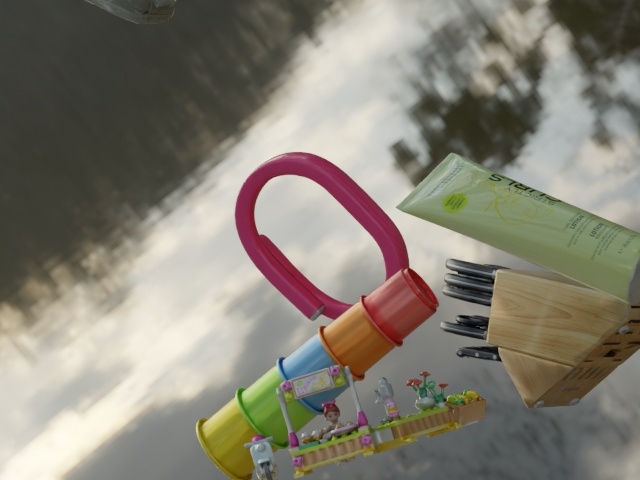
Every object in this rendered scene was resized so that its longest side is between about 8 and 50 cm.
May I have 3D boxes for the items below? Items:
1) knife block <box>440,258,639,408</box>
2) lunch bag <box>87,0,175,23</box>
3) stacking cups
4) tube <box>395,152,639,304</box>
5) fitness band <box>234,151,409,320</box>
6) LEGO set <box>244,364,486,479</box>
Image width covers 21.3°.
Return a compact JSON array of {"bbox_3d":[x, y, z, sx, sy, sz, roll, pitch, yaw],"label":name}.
[{"bbox_3d":[0.270,0.071,2.085,0.088,0.242,0.275,1,-37,-41],"label":"knife block"},{"bbox_3d":[-0.245,-0.412,2.014,0.169,0.235,0.287,-16,39,-37],"label":"lunch bag"},{"bbox_3d":[-0.002,0.152,1.963,0.316,0.096,0.096,-41,13,16],"label":"stacking cups"},{"bbox_3d":[0.189,-0.014,1.535,0.070,0.240,0.062,5,-73,-57],"label":"tube"},{"bbox_3d":[0.000,0.000,2.551,0.209,0.291,0.054,-47,-2,32],"label":"fitness band"},{"bbox_3d":[0.053,0.187,1.908,0.287,0.107,0.132,-16,-7,-12],"label":"LEGO set"}]
